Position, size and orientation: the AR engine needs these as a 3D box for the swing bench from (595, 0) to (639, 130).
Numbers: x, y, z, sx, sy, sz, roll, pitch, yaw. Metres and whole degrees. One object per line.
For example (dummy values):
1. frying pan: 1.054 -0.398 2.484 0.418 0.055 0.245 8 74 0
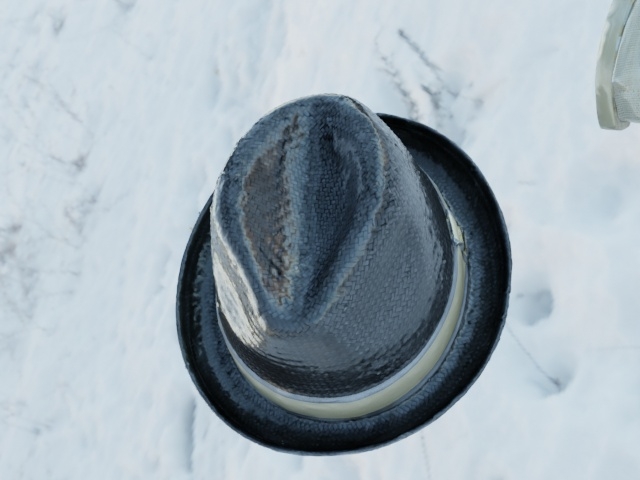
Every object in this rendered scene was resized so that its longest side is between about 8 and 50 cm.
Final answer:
1. swing bench: 0.367 -0.147 0.683 0.253 0.255 0.165 18 108 60

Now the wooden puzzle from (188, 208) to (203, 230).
1. wooden puzzle: -0.152 -0.027 1.513 0.078 0.014 0.116 -40 39 -26

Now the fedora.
1. fedora: 0.000 0.000 0.841 0.334 0.152 0.333 -8 58 13
